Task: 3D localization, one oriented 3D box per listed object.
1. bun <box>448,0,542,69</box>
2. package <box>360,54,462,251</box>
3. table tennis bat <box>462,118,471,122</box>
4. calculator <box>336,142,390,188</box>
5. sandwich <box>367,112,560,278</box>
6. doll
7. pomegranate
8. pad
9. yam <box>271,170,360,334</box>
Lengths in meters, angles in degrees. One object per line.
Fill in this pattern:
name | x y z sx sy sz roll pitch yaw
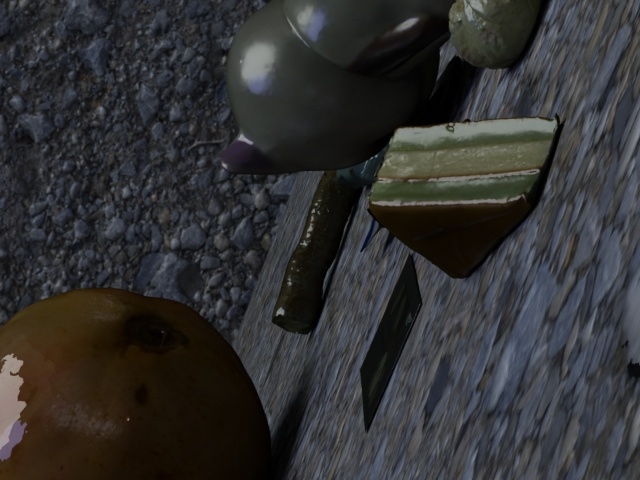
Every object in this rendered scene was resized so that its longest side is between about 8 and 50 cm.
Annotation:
bun | 0.149 -0.200 1.685 0.115 0.069 0.115 -157 90 -86
package | 0.093 -0.087 2.053 0.173 0.027 0.171 128 163 -58
table tennis bat | 0.113 -0.053 1.774 0.154 0.019 0.098 -72 5 -63
calculator | 0.067 -0.134 2.419 0.246 0.045 0.141 162 129 -83
sandwich | 0.133 -0.030 1.446 0.163 0.113 0.079 -4 58 46
doll | 0.051 -0.224 1.949 0.215 0.226 0.370 -96 29 -53
pomegranate | -0.256 0.259 2.280 0.411 0.411 0.411 -159 90 -85
pad | 0.062 0.089 1.788 0.190 0.004 0.127 -89 21 -77
yam | 0.000 0.000 2.520 0.061 0.061 0.253 121 169 -64
